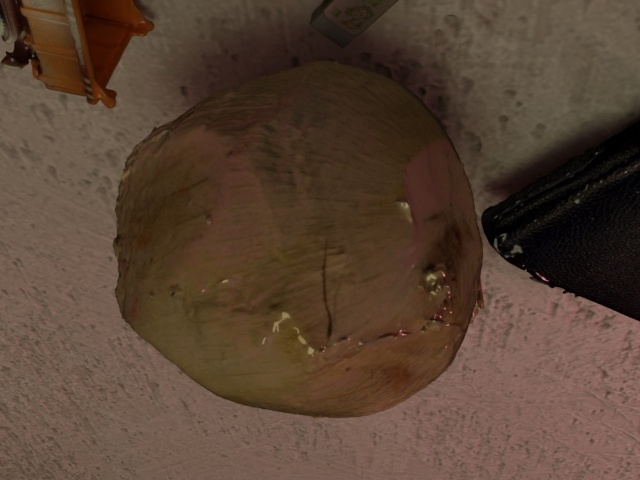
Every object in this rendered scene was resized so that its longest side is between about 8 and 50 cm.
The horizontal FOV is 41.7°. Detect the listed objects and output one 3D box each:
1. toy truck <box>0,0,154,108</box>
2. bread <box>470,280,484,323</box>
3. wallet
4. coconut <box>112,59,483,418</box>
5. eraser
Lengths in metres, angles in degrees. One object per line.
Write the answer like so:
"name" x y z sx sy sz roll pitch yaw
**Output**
"toy truck" -0.190 -0.223 0.566 0.135 0.114 0.270 11 146 4
"bread" 0.106 0.039 0.875 0.125 0.106 0.082 -3 137 12
"wallet" 0.318 -0.015 0.791 0.262 0.071 0.221 26 137 -27
"coconut" 0.000 0.000 0.691 0.297 0.297 0.255 35 140 -31
"eraser" 0.030 -0.185 0.649 0.038 0.019 0.083 27 141 -26
